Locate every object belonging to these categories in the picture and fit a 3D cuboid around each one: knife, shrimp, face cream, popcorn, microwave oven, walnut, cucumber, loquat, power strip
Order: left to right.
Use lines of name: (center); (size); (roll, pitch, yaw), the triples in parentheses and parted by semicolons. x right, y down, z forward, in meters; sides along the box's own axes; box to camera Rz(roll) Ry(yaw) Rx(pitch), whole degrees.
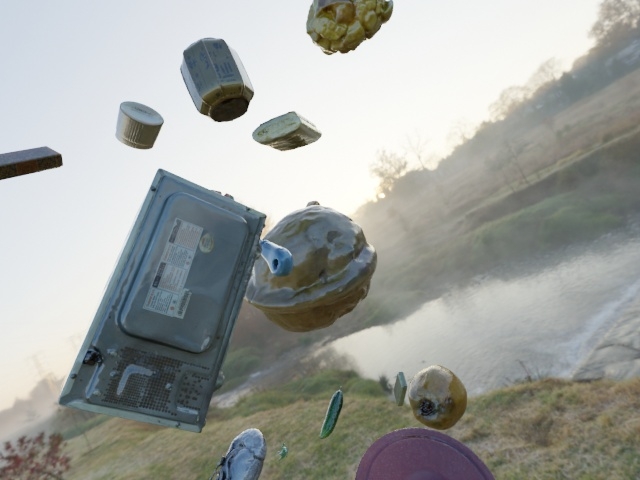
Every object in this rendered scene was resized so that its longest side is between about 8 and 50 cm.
face cream: (-0.639, -0.392, 1.493); (0.139, 0.067, 0.285); (20, -17, -25)
microwave oven: (-0.173, 0.070, 0.487); (0.145, 0.240, 0.194); (26, -24, -26)
shrimp: (-0.267, 0.714, 1.232); (0.145, 0.116, 0.343); (11, 56, 27)
knife: (-0.125, 0.013, 0.844); (0.032, 0.058, 0.244); (-2, 18, -35)
walnut: (-0.024, 0.090, 1.249); (0.384, 0.383, 0.383); (-27, -3, -2)
cucumber: (0.037, 0.499, 1.232); (0.039, 0.039, 0.168); (-30, 21, 40)
popcorn: (0.062, -0.492, 0.915); (0.163, 0.194, 0.140); (19, 7, -26)
power strip: (0.320, 0.598, 1.706); (0.028, 0.076, 0.168); (-5, -48, -5)
loquat: (0.371, 0.498, 1.350); (0.176, 0.187, 0.234); (-35, -19, 22)

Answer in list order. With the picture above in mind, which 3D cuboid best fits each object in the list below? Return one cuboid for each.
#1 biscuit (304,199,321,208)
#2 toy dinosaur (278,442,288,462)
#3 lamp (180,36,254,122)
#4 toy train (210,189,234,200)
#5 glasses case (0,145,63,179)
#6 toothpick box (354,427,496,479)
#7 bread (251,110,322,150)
biscuit: (0.004, 0.000, 1.822); (0.051, 0.375, 0.269); (0, 44, 21)
toy dinosaur: (-0.127, 0.745, 1.482); (0.021, 0.083, 0.062); (1, -2, -28)
lamp: (-0.263, -0.406, 1.087); (0.161, 0.185, 0.161); (-25, -12, -5)
toy train: (-0.321, -0.076, 1.384); (0.099, 0.188, 0.072); (11, -44, -41)
glasses case: (-0.799, -0.194, 1.107); (0.218, 0.075, 0.049); (-33, -38, -50)
toothpick box: (0.139, 0.475, 0.652); (0.204, 0.333, 0.204); (1, 32, -1)
bread: (-0.085, -0.281, 1.114); (0.140, 0.060, 0.178); (-15, 0, 15)
